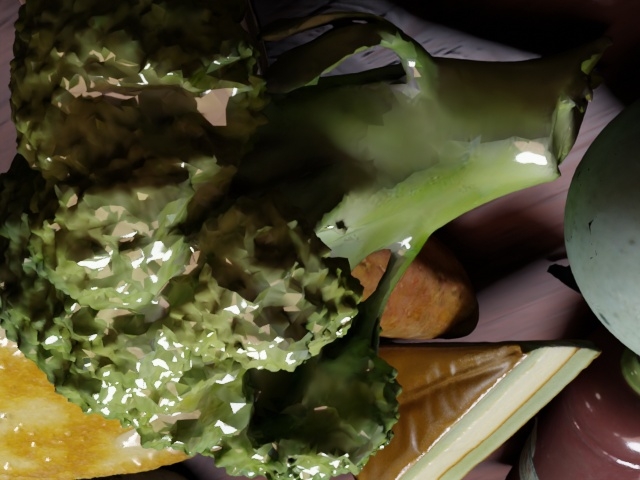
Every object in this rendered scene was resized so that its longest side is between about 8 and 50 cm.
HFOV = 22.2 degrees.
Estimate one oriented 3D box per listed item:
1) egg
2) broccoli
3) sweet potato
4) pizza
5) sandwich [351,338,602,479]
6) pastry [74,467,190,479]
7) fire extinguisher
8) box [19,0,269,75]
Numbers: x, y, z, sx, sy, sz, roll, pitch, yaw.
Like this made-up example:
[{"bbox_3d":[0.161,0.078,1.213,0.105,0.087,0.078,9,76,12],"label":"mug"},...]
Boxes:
[{"bbox_3d":[0.239,-0.002,0.815,0.236,0.169,0.169,3,146,-4],"label":"egg"},{"bbox_3d":[-0.011,0.009,0.757,0.302,0.186,0.254,13,109,-15],"label":"broccoli"},{"bbox_3d":[0.000,0.000,0.927,0.251,0.097,0.097,22,142,-35],"label":"sweet potato"},{"bbox_3d":[-0.203,0.074,1.071,0.280,0.075,0.288,0,144,-1],"label":"pizza"},{"bbox_3d":[0.076,0.070,1.004,0.079,0.113,0.163,1,141,-42],"label":"sandwich"},{"bbox_3d":[-0.151,0.263,1.275,0.182,0.093,0.192,-22,134,-8],"label":"pastry"},{"bbox_3d":[0.180,0.115,1.071,0.138,0.102,0.344,36,149,15],"label":"fire extinguisher"},{"bbox_3d":[-0.095,-0.130,0.790,0.109,0.029,0.198,-3,144,10],"label":"box"}]
